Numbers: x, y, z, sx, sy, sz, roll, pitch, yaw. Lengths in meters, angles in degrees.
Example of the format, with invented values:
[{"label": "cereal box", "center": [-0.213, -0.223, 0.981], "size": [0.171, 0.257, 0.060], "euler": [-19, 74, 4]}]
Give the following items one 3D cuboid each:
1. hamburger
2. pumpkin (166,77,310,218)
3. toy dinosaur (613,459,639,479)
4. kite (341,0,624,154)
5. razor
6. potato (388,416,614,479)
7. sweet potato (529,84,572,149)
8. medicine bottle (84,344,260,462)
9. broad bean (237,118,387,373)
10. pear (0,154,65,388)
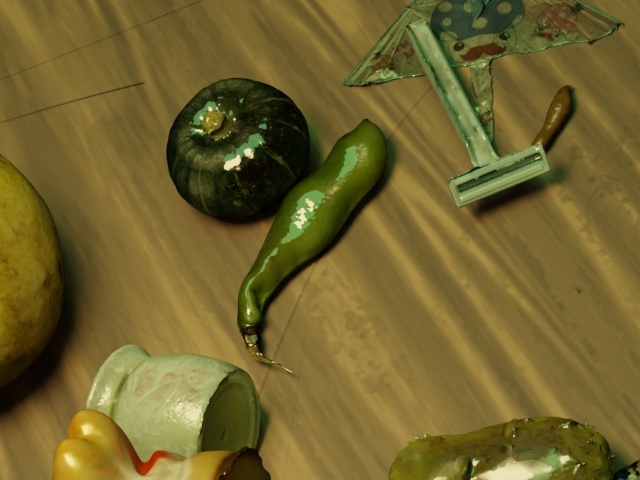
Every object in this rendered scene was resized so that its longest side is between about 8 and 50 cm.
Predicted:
[{"label": "hamburger", "center": [-0.157, 0.309, 1.721], "size": [0.186, 0.302, 0.261], "euler": [2, 37, 13]}, {"label": "pumpkin", "center": [-0.094, -0.104, 2.091], "size": [0.167, 0.125, 0.167], "euler": [0, 69, 0]}, {"label": "toy dinosaur", "center": [0.304, 0.243, 1.798], "size": [0.058, 0.037, 0.180], "euler": [10, 50, 49]}, {"label": "kite", "center": [0.187, -0.229, 2.166], "size": [0.335, 0.011, 0.314], "euler": [-11, 54, 9]}, {"label": "razor", "center": [0.158, -0.149, 2.090], "size": [0.111, 0.056, 0.278], "euler": [-22, 48, -2]}, {"label": "potato", "center": [0.176, 0.228, 1.808], "size": [0.225, 0.090, 0.117], "euler": [-7, 40, 15]}, {"label": "sweet potato", "center": [0.259, -0.132, 2.070], "size": [0.026, 0.026, 0.115], "euler": [18, 63, 26]}, {"label": "medicine bottle", "center": [-0.154, 0.187, 1.897], "size": [0.143, 0.147, 0.147], "euler": [8, 59, 25]}, {"label": "broad bean", "center": [-0.011, -0.004, 2.046], "size": [0.098, 0.056, 0.318], "euler": [19, 70, 12]}, {"label": "pear", "center": [-0.427, 0.024, 2.003], "size": [0.304, 0.304, 0.304], "euler": [-8, 55, 11]}]
